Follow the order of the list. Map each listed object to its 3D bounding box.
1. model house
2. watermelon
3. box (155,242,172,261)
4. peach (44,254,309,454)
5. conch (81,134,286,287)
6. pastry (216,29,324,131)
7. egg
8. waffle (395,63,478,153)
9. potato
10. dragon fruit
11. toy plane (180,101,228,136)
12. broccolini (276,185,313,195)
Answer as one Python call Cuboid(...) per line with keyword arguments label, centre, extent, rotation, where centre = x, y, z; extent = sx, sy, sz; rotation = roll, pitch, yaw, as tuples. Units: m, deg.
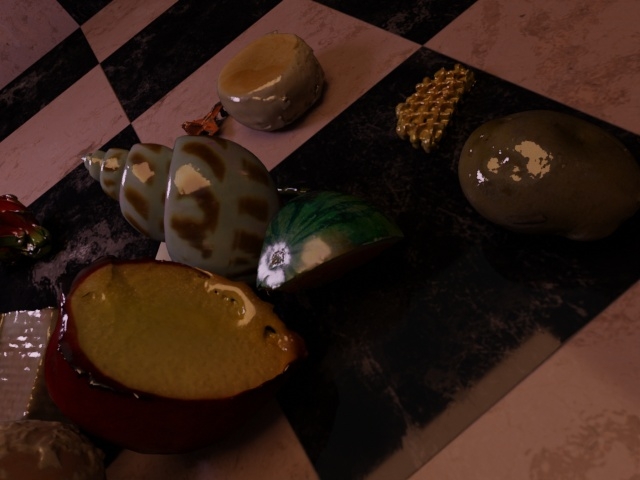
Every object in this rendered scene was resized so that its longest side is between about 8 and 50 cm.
Cuboid(label="model house", centre=(-0.480, 0.269, 0.785), extent=(0.298, 0.243, 0.284), rotation=(-9, 61, 30))
Cuboid(label="watermelon", centre=(0.000, -0.021, 0.736), extent=(0.231, 0.128, 0.146), rotation=(-15, 69, -31))
Cuboid(label="box", centre=(-0.239, 0.036, 0.922), extent=(0.164, 0.069, 0.257), rotation=(-12, 51, 23))
Cuboid(label="peach", centre=(-0.208, 0.179, 0.695), extent=(0.361, 0.201, 0.258), rotation=(10, 39, -11))
Cuboid(label="conch", centre=(-0.212, -0.064, 0.799), extent=(0.367, 0.197, 0.250), rotation=(4, 59, 13))
Cuboid(label="pastry", centre=(-0.116, -0.374, 1.116), extent=(0.264, 0.133, 0.265), rotation=(-15, 51, 19))
Cuboid(label="egg", centre=(-0.363, 0.313, 0.524), extent=(0.245, 0.203, 0.203), rotation=(-21, 36, -34))
Cuboid(label="waffle", centre=(0.224, -0.254, 0.886), extent=(0.192, 0.046, 0.161), rotation=(-37, 44, 1))
Cuboid(label="potato", centre=(0.307, -0.088, 0.642), extent=(0.235, 0.160, 0.178), rotation=(31, 96, 32))
Cuboid(label="dragon fruit", centre=(-0.848, -0.006, 1.249), extent=(0.269, 0.198, 0.200), rotation=(34, 66, 28))
Cuboid(label="toy plane", centre=(-0.282, -0.315, 1.229), extent=(0.135, 0.062, 0.188), rotation=(25, 58, 41))
Cuboid(label="broccolini", centre=(-0.132, -0.109, 0.982), extent=(0.254, 0.057, 0.071), rotation=(4, 101, 36))
